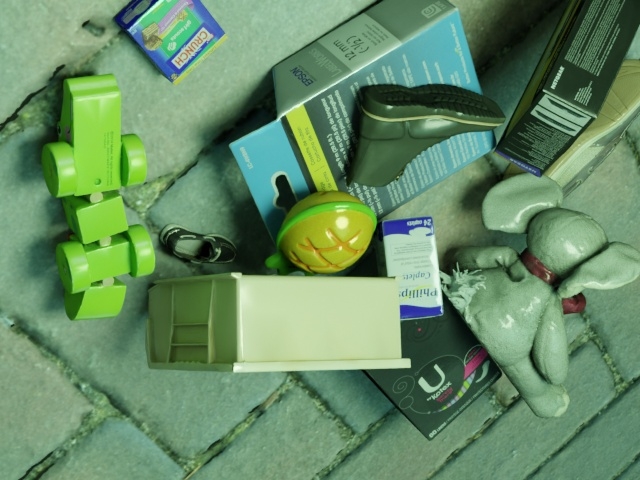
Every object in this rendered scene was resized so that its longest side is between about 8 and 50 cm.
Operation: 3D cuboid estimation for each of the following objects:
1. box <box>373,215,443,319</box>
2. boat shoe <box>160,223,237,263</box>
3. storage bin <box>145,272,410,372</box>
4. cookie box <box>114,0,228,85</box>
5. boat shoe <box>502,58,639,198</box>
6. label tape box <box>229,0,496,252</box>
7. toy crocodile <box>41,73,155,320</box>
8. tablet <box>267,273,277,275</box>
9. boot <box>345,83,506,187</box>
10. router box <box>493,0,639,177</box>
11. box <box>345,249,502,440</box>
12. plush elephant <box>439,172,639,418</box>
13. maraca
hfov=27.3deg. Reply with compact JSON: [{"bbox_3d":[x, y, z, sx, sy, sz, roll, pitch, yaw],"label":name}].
[{"bbox_3d":[0.119,0.039,1.813,0.072,0.126,0.137,-7,88,-3],"label":"box"},{"bbox_3d":[-0.158,0.011,1.776,0.125,0.038,0.046,24,104,-43],"label":"boat shoe"},{"bbox_3d":[-0.064,0.110,1.741,0.262,0.260,0.123,1,85,-33],"label":"storage bin"},{"bbox_3d":[-0.177,-0.254,1.575,0.092,0.040,0.107,-44,136,-3],"label":"cookie box"},{"bbox_3d":[0.404,-0.157,2.021,0.285,0.103,0.092,-47,140,6],"label":"boat shoe"},{"bbox_3d":[0.046,-0.150,1.760,0.348,0.115,0.249,-31,133,-8],"label":"label tape box"},{"bbox_3d":[-0.280,-0.045,1.619,0.115,0.105,0.340,-16,123,-26],"label":"toy crocodile"},{"bbox_3d":[-0.101,0.077,1.886,0.083,0.006,0.054,-10,125,-31],"label":"tablet"},{"bbox_3d":[0.131,-0.129,1.712,0.198,0.077,0.137,4,125,-20],"label":"boot"},{"bbox_3d":[0.355,-0.262,1.754,0.309,0.081,0.243,-62,179,-18],"label":"router box"},{"bbox_3d":[0.136,0.157,2.014,0.165,0.143,0.270,-43,134,-3],"label":"box"},{"bbox_3d":[0.327,0.056,1.936,0.255,0.272,0.330,-36,148,4],"label":"plush elephant"},{"bbox_3d":[0.000,0.000,1.702,0.127,0.099,0.185,5,148,-23],"label":"maraca"}]
